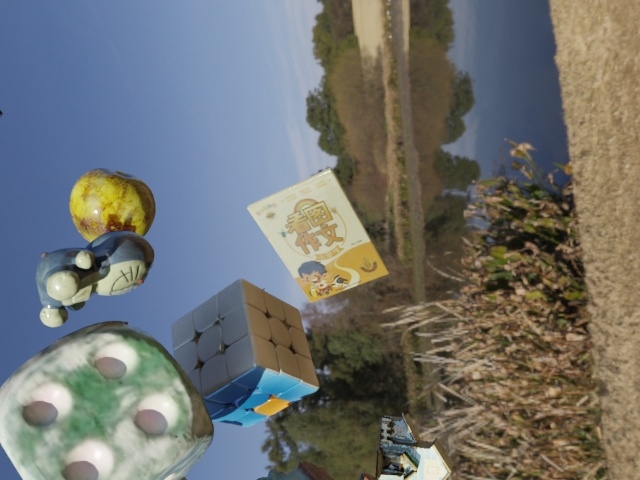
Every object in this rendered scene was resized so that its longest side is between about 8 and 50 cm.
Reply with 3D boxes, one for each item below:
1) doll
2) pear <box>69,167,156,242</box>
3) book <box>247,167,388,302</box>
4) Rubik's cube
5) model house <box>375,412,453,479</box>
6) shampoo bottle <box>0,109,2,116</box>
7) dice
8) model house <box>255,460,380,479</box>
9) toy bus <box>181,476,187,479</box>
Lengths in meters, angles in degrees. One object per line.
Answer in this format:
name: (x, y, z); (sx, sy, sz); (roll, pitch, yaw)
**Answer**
doll: (-0.506, 0.074, 1.141); (0.154, 0.258, 0.228); (58, 137, 22)
pear: (-0.697, -0.103, 1.673); (0.283, 0.284, 0.283); (-3, -90, -84)
book: (0.000, 0.000, 1.117); (0.295, 0.208, 0.020); (58, -160, -27)
Rubik's cube: (-0.222, 0.338, 1.455); (0.292, 0.290, 0.291); (35, -153, -47)
model house: (0.272, 0.639, 1.428); (0.178, 0.206, 0.271); (46, -132, -69)
shampoo bottle: (-0.990, -0.353, 1.423); (0.236, 0.067, 0.068); (-100, -2, -61)
dice: (-0.456, 0.403, 1.067); (0.328, 0.348, 0.330); (-33, -19, -35)
model house: (-0.005, 0.663, 1.164); (0.295, 0.329, 0.251); (25, 129, 52)
toy bus: (-0.422, 0.618, 1.290); (0.091, 0.182, 0.103); (38, -102, -49)
